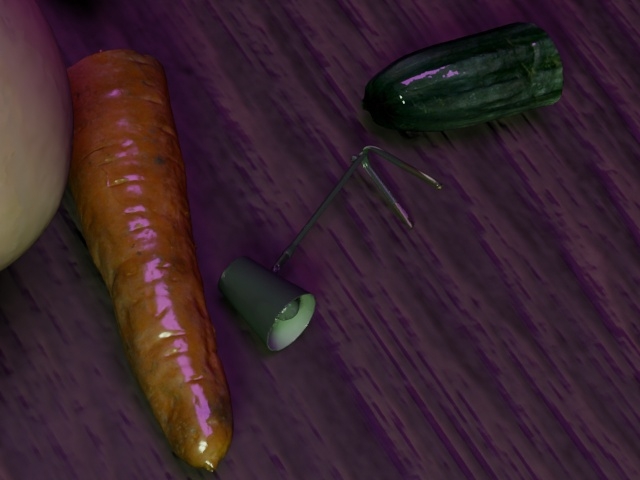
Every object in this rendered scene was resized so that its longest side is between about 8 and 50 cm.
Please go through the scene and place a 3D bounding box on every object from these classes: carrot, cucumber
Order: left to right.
[{"bbox_3d":[-0.076,0.012,0.876,0.061,0.061,0.210,-6,58,-20],"label":"carrot"},{"bbox_3d":[0.070,-0.082,0.990,0.105,0.048,0.048,-16,58,-25],"label":"cucumber"}]

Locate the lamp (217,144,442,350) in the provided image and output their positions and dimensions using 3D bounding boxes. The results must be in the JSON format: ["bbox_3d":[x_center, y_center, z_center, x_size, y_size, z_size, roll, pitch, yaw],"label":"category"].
[{"bbox_3d":[-0.001,0.000,0.917,0.054,0.041,0.121,37,56,26],"label":"lamp"}]

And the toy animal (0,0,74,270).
[{"bbox_3d":[-0.203,-0.017,0.764,0.229,0.210,0.221,-24,57,-3],"label":"toy animal"}]
